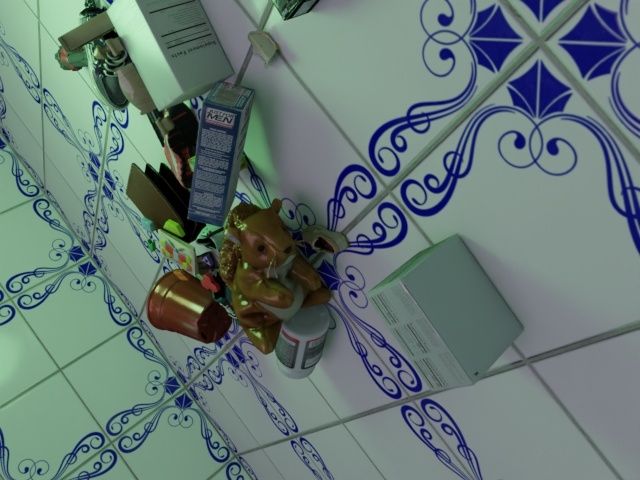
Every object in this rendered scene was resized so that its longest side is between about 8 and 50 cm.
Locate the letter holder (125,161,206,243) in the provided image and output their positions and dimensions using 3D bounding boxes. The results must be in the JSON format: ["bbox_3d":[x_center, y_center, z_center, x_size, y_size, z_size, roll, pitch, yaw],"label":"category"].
[{"bbox_3d":[-0.549,-0.150,2.049,0.301,0.152,0.214,49,144,10],"label":"letter holder"}]

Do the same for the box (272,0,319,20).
[{"bbox_3d":[-0.044,-0.558,1.126,0.147,0.078,0.180,58,146,-4],"label":"box"}]

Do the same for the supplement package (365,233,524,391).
[{"bbox_3d":[0.270,0.157,1.229,0.261,0.204,0.145,56,148,0],"label":"supplement package"}]

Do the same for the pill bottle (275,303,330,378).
[{"bbox_3d":[-0.066,0.323,1.833,0.161,0.161,0.283,40,143,23],"label":"pill bottle"}]

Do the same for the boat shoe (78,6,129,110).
[{"bbox_3d":[-0.696,-0.592,1.866,0.158,0.127,0.340,23,133,48],"label":"boat shoe"}]

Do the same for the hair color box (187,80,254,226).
[{"bbox_3d":[-0.269,-0.230,1.515,0.105,0.173,0.347,14,122,-4],"label":"hair color box"}]

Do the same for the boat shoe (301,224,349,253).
[{"bbox_3d":[0.000,0.000,1.566,0.170,0.059,0.062,13,127,46],"label":"boat shoe"}]

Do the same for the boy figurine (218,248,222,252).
[{"bbox_3d":[-0.229,0.089,1.902,0.285,0.092,0.177,28,137,34],"label":"boy figurine"}]

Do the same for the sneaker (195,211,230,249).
[{"bbox_3d":[-0.385,-0.062,1.915,0.256,0.151,0.094,33,142,32],"label":"sneaker"}]

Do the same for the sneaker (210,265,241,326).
[{"bbox_3d":[-0.348,0.218,2.133,0.108,0.121,0.302,20,133,42],"label":"sneaker"}]

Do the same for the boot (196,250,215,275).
[{"bbox_3d":[-0.483,0.115,2.253,0.219,0.082,0.106,-16,102,53],"label":"boot"}]

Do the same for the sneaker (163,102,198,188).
[{"bbox_3d":[-0.475,-0.317,1.843,0.136,0.116,0.313,34,141,32],"label":"sneaker"}]

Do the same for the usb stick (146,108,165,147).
[{"bbox_3d":[-0.571,-0.444,1.918,0.077,0.045,0.277,5,123,58],"label":"usb stick"}]

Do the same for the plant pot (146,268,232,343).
[{"bbox_3d":[-0.513,0.280,2.293,0.265,0.272,0.272,18,132,32],"label":"plant pot"}]

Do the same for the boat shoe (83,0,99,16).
[{"bbox_3d":[-0.764,-0.777,1.877,0.049,0.040,0.142,42,144,20],"label":"boat shoe"}]

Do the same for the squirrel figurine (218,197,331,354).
[{"bbox_3d":[-0.183,0.048,1.622,0.397,0.281,0.370,39,153,38],"label":"squirrel figurine"}]

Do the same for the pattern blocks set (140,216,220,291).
[{"bbox_3d":[-0.507,0.046,2.009,0.325,0.026,0.285,19,135,28],"label":"pattern blocks set"}]

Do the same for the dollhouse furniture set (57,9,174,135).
[{"bbox_3d":[-0.581,-0.485,1.684,0.303,0.174,0.355,-96,-20,-64],"label":"dollhouse furniture set"}]

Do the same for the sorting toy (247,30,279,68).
[{"bbox_3d":[-0.140,-0.458,1.370,0.083,0.045,0.075,51,154,6],"label":"sorting toy"}]

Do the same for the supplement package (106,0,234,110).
[{"bbox_3d":[-0.400,-0.529,1.510,0.178,0.175,0.292,-8,112,52],"label":"supplement package"}]

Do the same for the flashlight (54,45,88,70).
[{"bbox_3d":[-0.850,-0.668,2.036,0.304,0.103,0.103,11,100,42],"label":"flashlight"}]

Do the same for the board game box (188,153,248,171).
[{"bbox_3d":[-0.316,-0.238,1.729,0.181,0.092,0.043,17,132,44],"label":"board game box"}]
